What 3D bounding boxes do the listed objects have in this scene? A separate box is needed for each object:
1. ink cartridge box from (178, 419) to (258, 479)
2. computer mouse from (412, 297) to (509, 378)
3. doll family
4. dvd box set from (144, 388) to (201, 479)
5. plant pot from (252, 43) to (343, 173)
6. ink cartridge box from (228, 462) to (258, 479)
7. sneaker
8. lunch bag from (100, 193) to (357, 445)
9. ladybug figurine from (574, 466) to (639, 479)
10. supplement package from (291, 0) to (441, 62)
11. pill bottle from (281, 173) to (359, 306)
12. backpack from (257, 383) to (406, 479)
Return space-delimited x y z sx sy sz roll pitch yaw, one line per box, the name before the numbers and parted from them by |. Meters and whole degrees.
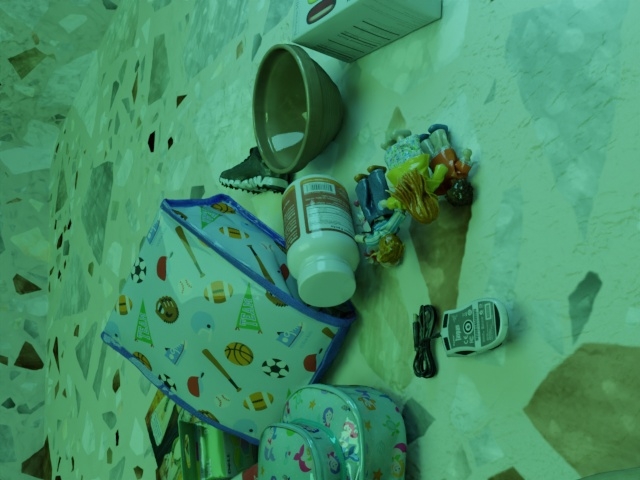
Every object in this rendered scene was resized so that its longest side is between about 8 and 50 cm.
ink cartridge box | -0.187 0.397 1.197 0.062 0.209 0.108 -15 65 14
computer mouse | 0.194 0.128 0.860 0.193 0.042 0.105 -27 56 56
doll family | 0.111 -0.055 0.949 0.263 0.119 0.163 -46 47 40
dvd box set | -0.288 0.384 1.466 0.420 0.062 0.307 -62 39 25
plant pot | -0.034 -0.245 1.187 0.237 0.110 0.237 19 112 58
ink cartridge box | -0.115 0.532 1.138 0.273 0.114 0.196 -43 50 40
sneaker | -0.139 -0.157 1.372 0.234 0.078 0.106 8 86 52
lunch bag | -0.154 0.148 1.167 0.386 0.239 0.327 36 114 18
ladybug figurine | 0.297 0.331 0.474 0.449 0.162 0.305 -32 88 44
supplement package | 0.073 -0.417 1.074 0.244 0.134 0.138 -9 75 54
pill bottle | 0.000 0.000 1.060 0.121 0.121 0.216 -50 32 36
backpack | 0.016 0.341 0.946 0.225 0.191 0.253 -4 74 56
